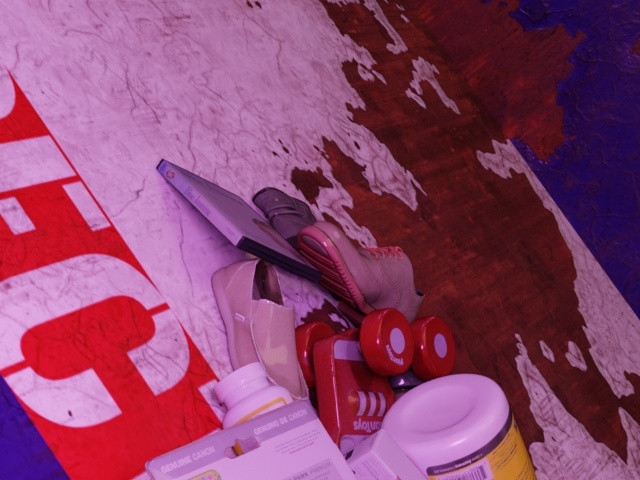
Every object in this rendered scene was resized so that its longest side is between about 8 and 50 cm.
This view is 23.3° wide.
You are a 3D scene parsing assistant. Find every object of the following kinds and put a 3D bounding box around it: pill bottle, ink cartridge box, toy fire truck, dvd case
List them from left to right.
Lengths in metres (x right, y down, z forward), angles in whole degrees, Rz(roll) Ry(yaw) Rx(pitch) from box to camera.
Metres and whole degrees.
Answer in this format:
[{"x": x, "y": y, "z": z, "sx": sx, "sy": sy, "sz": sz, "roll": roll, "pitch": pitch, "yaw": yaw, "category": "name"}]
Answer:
[{"x": -0.123, "y": -0.030, "z": 2.335, "sx": 0.180, "sy": 0.022, "sz": 0.253, "roll": 26, "pitch": 12, "yaw": -45, "category": "dvd case"}, {"x": -0.073, "y": 0.360, "z": 1.822, "sx": 0.309, "sy": 0.130, "sz": 0.272, "roll": -14, "pitch": 68, "yaw": -52, "category": "ink cartridge box"}, {"x": -0.066, "y": 0.258, "z": 2.063, "sx": 0.184, "sy": 0.103, "sz": 0.103, "roll": 59, "pitch": 25, "yaw": 14, "category": "pill bottle"}, {"x": 0.058, "y": 0.343, "z": 2.112, "sx": 0.109, "sy": 0.150, "sz": 0.063, "roll": 48, "pitch": 29, "yaw": -9, "category": "ink cartridge box"}, {"x": 0.088, "y": 0.244, "z": 2.325, "sx": 0.302, "sy": 0.169, "sz": 0.254, "roll": 13, "pitch": 69, "yaw": -54, "category": "toy fire truck"}, {"x": 0.224, "y": 0.374, "z": 2.230, "sx": 0.188, "sy": 0.187, "sz": 0.334, "roll": -75, "pitch": 146, "yaw": -60, "category": "pill bottle"}]

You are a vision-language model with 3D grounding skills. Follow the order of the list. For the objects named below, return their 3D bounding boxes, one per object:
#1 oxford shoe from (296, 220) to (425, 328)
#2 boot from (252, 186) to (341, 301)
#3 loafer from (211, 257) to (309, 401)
[{"x": 0.067, "y": 0.044, "z": 2.437, "sx": 0.123, "sy": 0.130, "sz": 0.348, "roll": 36, "pitch": -10, "yaw": 32, "category": "oxford shoe"}, {"x": 0.000, "y": 0.000, "z": 2.565, "sx": 0.246, "sy": 0.083, "sz": 0.161, "roll": 30, "pitch": 27, "yaw": -43, "category": "boot"}, {"x": -0.079, "y": 0.130, "z": 2.225, "sx": 0.102, "sy": 0.092, "sz": 0.269, "roll": 16, "pitch": 41, "yaw": -48, "category": "loafer"}]
